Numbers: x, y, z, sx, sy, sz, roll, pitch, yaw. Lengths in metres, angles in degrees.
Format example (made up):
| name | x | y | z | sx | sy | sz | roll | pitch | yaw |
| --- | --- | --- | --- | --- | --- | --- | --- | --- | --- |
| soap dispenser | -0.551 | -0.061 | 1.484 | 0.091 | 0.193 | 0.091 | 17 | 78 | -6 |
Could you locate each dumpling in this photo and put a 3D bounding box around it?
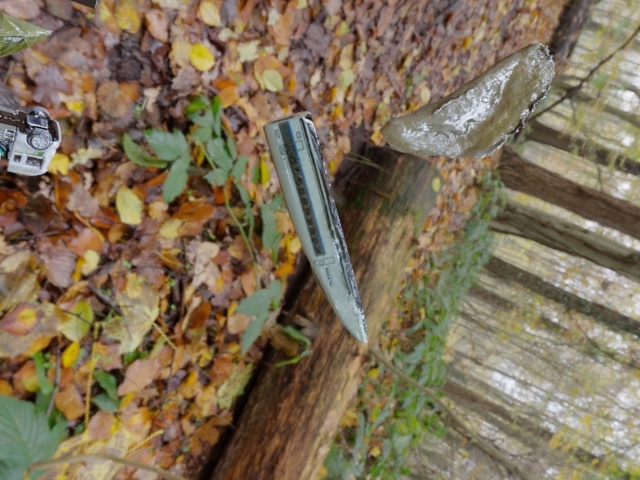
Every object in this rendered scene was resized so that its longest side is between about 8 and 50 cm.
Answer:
| name | x | y | z | sx | sy | sz | roll | pitch | yaw |
| --- | --- | --- | --- | --- | --- | --- | --- | --- | --- |
| dumpling | 0.291 | -0.247 | 1.027 | 0.166 | 0.332 | 0.086 | 46 | 36 | -35 |

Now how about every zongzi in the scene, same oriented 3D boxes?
| name | x | y | z | sx | sy | sz | roll | pitch | yaw |
| --- | --- | --- | --- | --- | --- | --- | --- | --- | --- |
| zongzi | -0.680 | -0.433 | 1.072 | 0.275 | 0.251 | 0.125 | -15 | 106 | -29 |

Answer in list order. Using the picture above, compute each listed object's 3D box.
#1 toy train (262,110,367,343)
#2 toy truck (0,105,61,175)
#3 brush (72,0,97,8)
| name | x | y | z | sx | sy | sz | roll | pitch | yaw |
| --- | --- | --- | --- | --- | --- | --- | --- | --- | --- |
| toy train | 0.001 | 0.000 | 0.536 | 0.055 | 0.048 | 0.251 | -92 | 167 | -72 |
| toy truck | -0.605 | -0.192 | 0.934 | 0.254 | 0.114 | 0.124 | 12 | 124 | -38 |
| brush | -0.768 | -0.762 | 1.606 | 0.016 | 0.194 | 0.062 | -80 | -170 | -51 |
